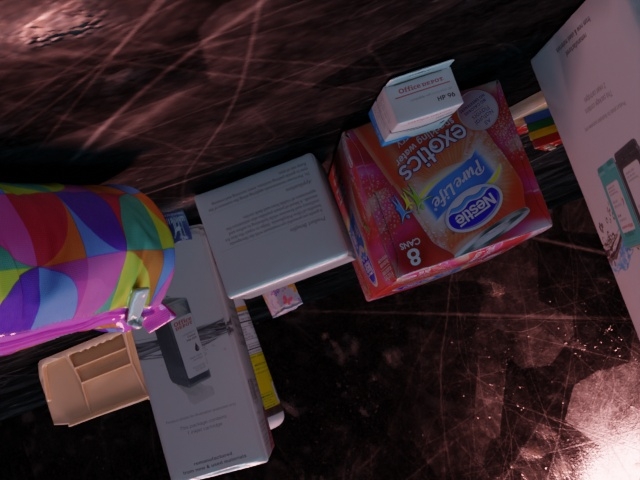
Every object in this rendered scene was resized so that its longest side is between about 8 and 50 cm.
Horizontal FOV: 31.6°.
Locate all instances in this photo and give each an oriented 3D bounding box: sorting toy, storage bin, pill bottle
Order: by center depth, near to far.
[{"bbox_3d":[0.238,-0.118,1.034,0.132,0.046,0.274,-15,173,-39],"label":"sorting toy"},{"bbox_3d":[-0.132,0.148,1.426,0.117,0.215,0.117,-20,175,-2],"label":"pill bottle"},{"bbox_3d":[-0.299,0.208,1.928,0.260,0.123,0.262,-22,175,22],"label":"storage bin"}]

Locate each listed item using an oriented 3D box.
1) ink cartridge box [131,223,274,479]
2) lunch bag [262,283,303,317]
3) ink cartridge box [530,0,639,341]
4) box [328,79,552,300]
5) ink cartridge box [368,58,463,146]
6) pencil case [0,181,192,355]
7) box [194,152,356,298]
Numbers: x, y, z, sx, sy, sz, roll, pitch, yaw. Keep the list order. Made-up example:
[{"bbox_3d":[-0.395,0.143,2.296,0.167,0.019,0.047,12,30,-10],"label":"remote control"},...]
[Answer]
[{"bbox_3d":[-0.116,0.105,1.056,0.092,0.218,0.158,-14,174,-2],"label":"ink cartridge box"},{"bbox_3d":[-0.066,0.080,1.761,0.053,0.071,0.083,-22,174,-19],"label":"lunch bag"},{"bbox_3d":[0.296,-0.050,0.734,0.198,0.270,0.197,-20,175,-7],"label":"ink cartridge box"},{"bbox_3d":[0.087,-0.031,0.945,0.128,0.123,0.257,-19,175,-5],"label":"box"},{"bbox_3d":[0.065,-0.091,0.760,0.048,0.028,0.083,-20,174,-9],"label":"ink cartridge box"},{"bbox_3d":[-0.167,0.016,0.626,0.104,0.104,0.236,-22,173,23],"label":"pencil case"},{"bbox_3d":[-0.033,-0.009,0.910,0.101,0.087,0.102,-20,174,5],"label":"box"}]
